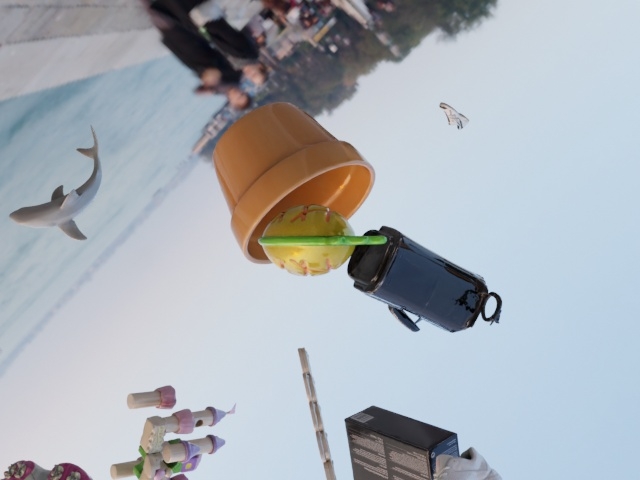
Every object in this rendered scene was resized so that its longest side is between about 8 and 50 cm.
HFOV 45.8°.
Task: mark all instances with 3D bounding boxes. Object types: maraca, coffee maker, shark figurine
[{"bbox_3d":[0.000,0.000,1.032,0.186,0.099,0.127,-1,-177,39],"label":"maraca"},{"bbox_3d":[0.152,0.055,1.129,0.171,0.178,0.120,-20,-130,54],"label":"coffee maker"},{"bbox_3d":[-0.564,-0.120,1.753,0.278,0.166,0.116,-55,180,-24],"label":"shark figurine"}]

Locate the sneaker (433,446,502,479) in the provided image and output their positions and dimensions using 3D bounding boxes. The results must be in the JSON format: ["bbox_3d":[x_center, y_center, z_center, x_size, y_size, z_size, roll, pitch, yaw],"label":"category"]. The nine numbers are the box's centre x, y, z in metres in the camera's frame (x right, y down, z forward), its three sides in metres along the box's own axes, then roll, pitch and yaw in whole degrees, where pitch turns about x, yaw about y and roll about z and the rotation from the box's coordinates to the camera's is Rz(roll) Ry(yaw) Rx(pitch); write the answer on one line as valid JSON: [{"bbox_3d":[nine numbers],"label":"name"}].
[{"bbox_3d":[0.246,0.480,1.474,0.232,0.115,0.090,-20,159,-43],"label":"sneaker"}]

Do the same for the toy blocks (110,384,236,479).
[{"bbox_3d":[-0.352,0.569,1.980,0.309,0.260,0.288,33,-68,45],"label":"toy blocks"}]

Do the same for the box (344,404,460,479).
[{"bbox_3d":[0.183,0.492,1.677,0.103,0.184,0.261,-15,-167,-38],"label":"box"}]

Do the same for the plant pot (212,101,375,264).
[{"bbox_3d":[-0.070,-0.122,1.436,0.291,0.203,0.291,-31,160,-12],"label":"plant pot"}]

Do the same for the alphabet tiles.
[{"bbox_3d":[-0.005,0.361,1.542,0.021,0.284,0.278,-13,164,-2],"label":"alphabet tiles"}]

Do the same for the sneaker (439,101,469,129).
[{"bbox_3d":[0.299,-0.282,1.730,0.037,0.083,0.032,-52,-161,18],"label":"sneaker"}]

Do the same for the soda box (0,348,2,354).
[{"bbox_3d":[-0.615,0.213,1.342,0.063,0.058,0.183,-37,-166,-10],"label":"soda box"}]

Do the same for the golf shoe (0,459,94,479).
[{"bbox_3d":[-0.442,0.457,1.323,0.306,0.140,0.115,-3,-127,43],"label":"golf shoe"}]
